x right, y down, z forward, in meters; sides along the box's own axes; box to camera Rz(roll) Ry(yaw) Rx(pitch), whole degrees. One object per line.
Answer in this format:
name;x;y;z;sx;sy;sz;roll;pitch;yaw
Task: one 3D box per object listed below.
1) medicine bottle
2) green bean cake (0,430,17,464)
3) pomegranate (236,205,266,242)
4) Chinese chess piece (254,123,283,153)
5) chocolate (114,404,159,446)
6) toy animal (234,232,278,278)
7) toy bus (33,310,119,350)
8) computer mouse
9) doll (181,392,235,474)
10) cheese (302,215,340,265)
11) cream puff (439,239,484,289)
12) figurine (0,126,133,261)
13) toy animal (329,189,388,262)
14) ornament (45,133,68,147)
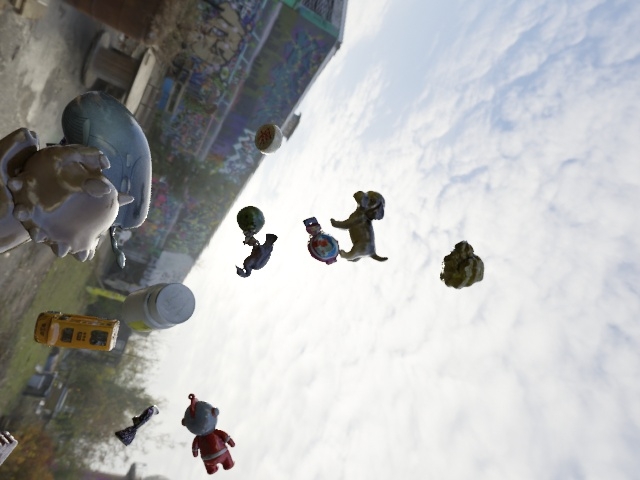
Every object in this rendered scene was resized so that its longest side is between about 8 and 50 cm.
medicine bottle;-0.499;0.204;1.296;0.258;0.143;0.144;-18;-129;44
green bean cake;-0.800;0.510;0.968;0.135;0.056;0.136;-54;165;-10
pomegranate;-0.320;-0.081;1.966;0.148;0.148;0.169;-50;-132;37
Chinese chess piece;-0.210;-0.409;1.694;0.122;0.051;0.122;-7;-103;33
chocolate;-0.604;0.603;1.396;0.072;0.070;0.147;-35;-168;43
toy animal;-0.334;0.068;2.201;0.122;0.186;0.298;8;-146;35
toy bus;-0.534;0.200;0.916;0.074;0.162;0.070;-176;-84;-73
computer mouse;-0.400;-0.134;0.831;0.090;0.167;0.380;-20;-104;29
doll;-0.331;0.555;1.220;0.142;0.245;0.076;-22;179;9
cheese;0.000;0.000;1.116;0.145;0.095;0.038;61;-29;17
cream puff;0.434;0.073;1.302;0.146;0.116;0.146;-16;-158;6
figurine;-0.399;-0.030;0.594;0.247;0.173;0.177;-45;178;-27
toy animal;0.117;-0.042;1.272;0.168;0.121;0.233;-7;-107;18
ornament;-0.980;-0.376;1.663;0.203;0.081;0.088;-87;-174;-60
